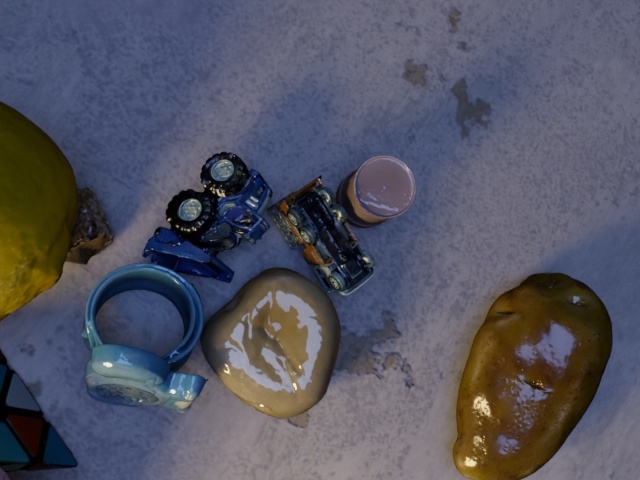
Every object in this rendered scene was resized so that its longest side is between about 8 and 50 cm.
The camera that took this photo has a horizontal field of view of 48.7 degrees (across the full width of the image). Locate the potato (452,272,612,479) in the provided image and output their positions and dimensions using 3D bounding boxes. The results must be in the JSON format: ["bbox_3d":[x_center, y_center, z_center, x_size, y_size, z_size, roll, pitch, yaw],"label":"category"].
[{"bbox_3d":[0.336,0.224,1.142,0.195,0.176,0.369,28,85,-34],"label":"potato"}]

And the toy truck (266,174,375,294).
[{"bbox_3d":[-0.001,0.001,1.116,0.080,0.115,0.177,-35,98,-25],"label":"toy truck"}]

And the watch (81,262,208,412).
[{"bbox_3d":[-0.256,0.140,1.051,0.211,0.211,0.193,11,62,-8],"label":"watch"}]

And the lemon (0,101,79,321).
[{"bbox_3d":[-0.490,-0.042,0.914,0.348,0.348,0.347,1,86,-9],"label":"lemon"}]

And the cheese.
[{"bbox_3d":[-0.075,0.159,1.096,0.218,0.117,0.235,-6,83,-8],"label":"cheese"}]

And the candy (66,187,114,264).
[{"bbox_3d":[-0.368,-0.022,1.078,0.095,0.085,0.110,-30,81,1],"label":"candy"}]

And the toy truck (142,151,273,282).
[{"bbox_3d":[-0.159,-0.020,1.081,0.126,0.113,0.208,39,84,21],"label":"toy truck"}]

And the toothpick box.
[{"bbox_3d":[0.084,-0.074,1.121,0.099,0.149,0.098,1,86,-9],"label":"toothpick box"}]

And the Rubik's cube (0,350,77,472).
[{"bbox_3d":[-0.494,0.233,0.962,0.284,0.234,0.249,2,85,-9],"label":"Rubik's cube"}]

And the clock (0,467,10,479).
[{"bbox_3d":[-0.488,0.425,0.924,0.296,0.113,0.322,-9,126,-1],"label":"clock"}]
